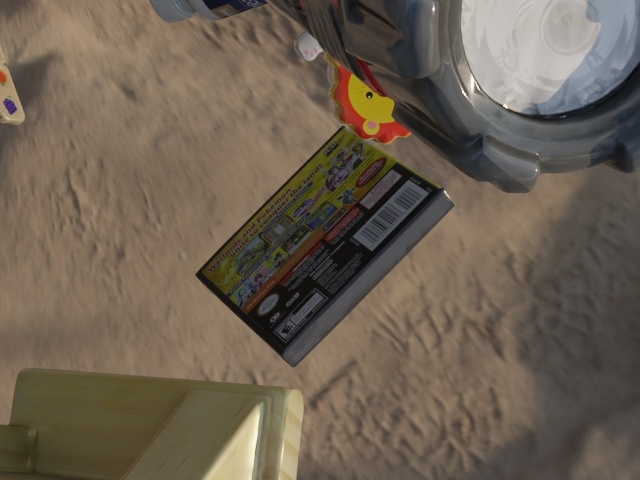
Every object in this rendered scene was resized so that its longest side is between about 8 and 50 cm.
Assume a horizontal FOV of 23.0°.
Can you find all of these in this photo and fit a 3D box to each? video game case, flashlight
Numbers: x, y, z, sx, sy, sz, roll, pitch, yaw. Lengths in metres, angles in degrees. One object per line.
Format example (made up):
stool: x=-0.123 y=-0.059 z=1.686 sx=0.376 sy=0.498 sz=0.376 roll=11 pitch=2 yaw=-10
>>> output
video game case: x=0.000 y=0.000 z=1.923 sx=0.275 sy=0.248 sz=0.035 roll=-45 pitch=126 yaw=-5
flashlight: x=0.019 y=-0.111 z=0.517 sx=0.103 sy=0.304 sz=0.103 roll=16 pitch=106 yaw=-24

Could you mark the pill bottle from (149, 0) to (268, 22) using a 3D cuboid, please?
pill bottle: x=-0.056 y=-0.186 z=1.048 sx=0.120 sy=0.067 sz=0.067 roll=-16 pitch=111 yaw=24

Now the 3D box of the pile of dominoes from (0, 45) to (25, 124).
pile of dominoes: x=-0.344 y=-0.222 z=1.306 sx=0.040 sy=0.196 sz=0.251 roll=-32 pitch=71 yaw=30

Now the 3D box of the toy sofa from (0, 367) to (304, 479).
toy sofa: x=-0.160 y=0.115 z=0.515 sx=0.150 sy=0.362 sz=0.177 roll=1 pitch=81 yaw=30

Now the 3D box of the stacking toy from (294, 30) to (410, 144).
stacking toy: x=0.084 y=-0.124 z=0.637 sx=0.221 sy=0.167 sz=0.052 roll=-40 pitch=99 yaw=1
